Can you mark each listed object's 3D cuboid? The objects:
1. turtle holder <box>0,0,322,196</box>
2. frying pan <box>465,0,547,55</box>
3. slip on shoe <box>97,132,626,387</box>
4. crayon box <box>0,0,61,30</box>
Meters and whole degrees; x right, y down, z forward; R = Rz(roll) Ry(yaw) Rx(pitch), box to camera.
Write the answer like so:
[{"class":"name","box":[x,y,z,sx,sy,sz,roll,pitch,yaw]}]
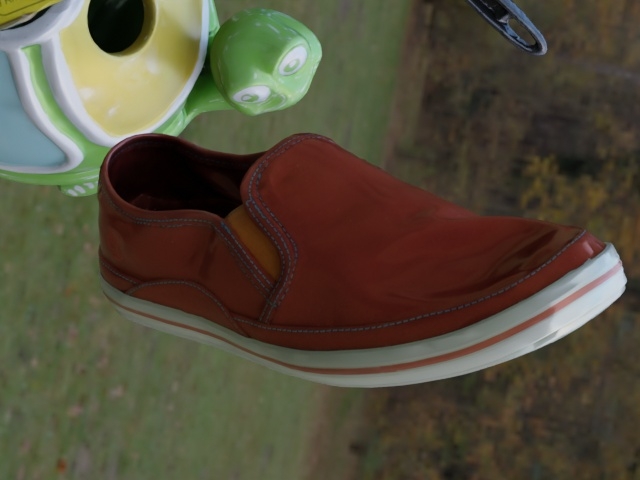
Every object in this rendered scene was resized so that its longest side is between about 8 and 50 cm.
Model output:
[{"class":"turtle holder","box":[-0.185,-0.146,1.115,0.243,0.320,0.227,-45,172,-4]},{"class":"frying pan","box":[0.051,-0.262,1.370,0.326,0.197,0.053,62,26,-29]},{"class":"slip on shoe","box":[0.000,0.000,0.798,0.123,0.331,0.101,-32,119,-39]},{"class":"crayon box","box":[-0.101,-0.266,0.600,0.081,0.202,0.318,-105,173,-63]}]
